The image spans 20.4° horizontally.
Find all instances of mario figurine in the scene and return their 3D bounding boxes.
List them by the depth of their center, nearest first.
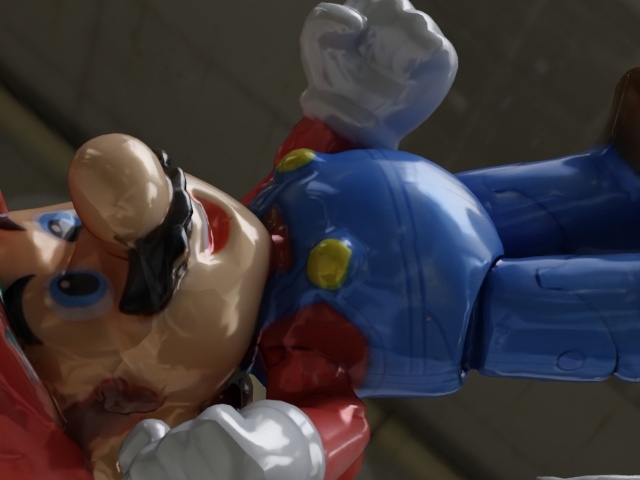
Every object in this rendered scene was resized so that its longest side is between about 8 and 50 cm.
[{"bbox_3d":[0.000,0.000,0.609,0.198,0.321,0.170,-157,-122,-77],"label":"mario figurine"}]

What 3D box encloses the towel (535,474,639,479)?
[{"bbox_3d":[0.218,0.251,0.550,0.090,0.321,0.374,156,-66,-79],"label":"towel"}]
